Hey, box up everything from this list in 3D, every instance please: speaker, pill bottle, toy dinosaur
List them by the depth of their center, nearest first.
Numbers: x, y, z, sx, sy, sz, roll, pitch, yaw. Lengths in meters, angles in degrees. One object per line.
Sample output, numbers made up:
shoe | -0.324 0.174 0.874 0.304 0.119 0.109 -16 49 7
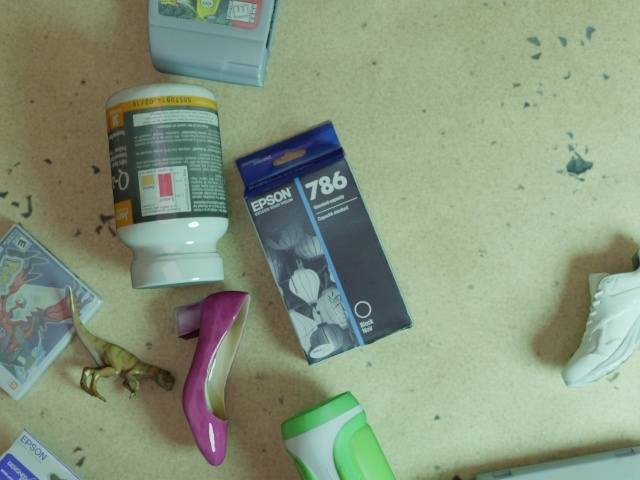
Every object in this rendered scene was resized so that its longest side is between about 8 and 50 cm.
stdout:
speaker | 0.056 0.366 1.345 0.131 0.131 0.296 -26 84 4
pill bottle | -0.216 -0.074 1.388 0.162 0.162 0.278 -6 85 6
toy dinosaur | -0.317 0.175 1.441 0.212 0.064 0.112 34 72 -2

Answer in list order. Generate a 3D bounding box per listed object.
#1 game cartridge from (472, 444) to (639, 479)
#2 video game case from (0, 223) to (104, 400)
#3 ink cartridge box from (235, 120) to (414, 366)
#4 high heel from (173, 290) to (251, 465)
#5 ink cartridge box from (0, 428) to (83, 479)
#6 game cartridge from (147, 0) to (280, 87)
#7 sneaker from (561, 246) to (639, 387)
game cartridge | 0.357 0.417 1.345 0.355 0.068 0.230 -11 81 5
video game case | -0.460 0.107 1.470 0.183 0.023 0.201 41 91 7
ink cartridge box | 0.000 0.000 1.410 0.166 0.065 0.332 -23 83 5
high heel | -0.137 0.196 1.402 0.117 0.082 0.244 -15 72 15
ink cartridge box | -0.422 0.419 1.433 0.206 0.045 0.208 41 91 6
game cartridge | -0.156 -0.388 1.459 0.196 0.060 0.294 9 87 11
sneaker | 0.404 0.104 1.355 0.232 0.090 0.115 -44 76 -7
